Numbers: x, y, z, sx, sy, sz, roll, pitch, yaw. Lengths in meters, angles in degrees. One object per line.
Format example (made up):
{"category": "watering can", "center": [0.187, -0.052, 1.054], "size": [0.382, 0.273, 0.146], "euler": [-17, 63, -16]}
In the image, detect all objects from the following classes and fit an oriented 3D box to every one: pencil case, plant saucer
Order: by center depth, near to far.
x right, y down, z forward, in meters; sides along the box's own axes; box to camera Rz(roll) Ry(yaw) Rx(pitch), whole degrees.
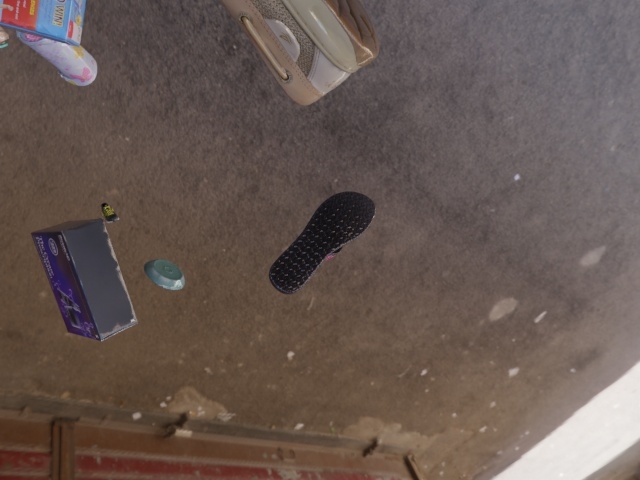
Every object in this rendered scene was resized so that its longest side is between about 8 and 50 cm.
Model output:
{"category": "plant saucer", "center": [-0.418, 0.086, 1.296], "size": [0.119, 0.119, 0.021], "euler": [22, 112, -39]}
{"category": "pencil case", "center": [-0.815, -0.593, 1.490], "size": [0.123, 0.114, 0.273], "euler": [-4, 170, 1]}

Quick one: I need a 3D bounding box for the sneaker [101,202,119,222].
{"category": "sneaker", "center": [-0.546, -0.071, 1.227], "size": [0.031, 0.083, 0.035], "euler": [-29, 130, -32]}

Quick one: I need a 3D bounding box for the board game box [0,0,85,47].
{"category": "board game box", "center": [-0.589, -0.554, 0.868], "size": [0.301, 0.086, 0.309], "euler": [11, 100, -14]}

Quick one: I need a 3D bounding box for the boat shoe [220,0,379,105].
{"category": "boat shoe", "center": [-0.090, -0.271, 0.414], "size": [0.110, 0.122, 0.341], "euler": [-29, 110, 34]}

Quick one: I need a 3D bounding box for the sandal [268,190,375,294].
{"category": "sandal", "center": [0.000, 0.000, 0.648], "size": [0.179, 0.067, 0.040], "euler": [-44, 176, -11]}

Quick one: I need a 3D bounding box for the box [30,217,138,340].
{"category": "box", "center": [-0.554, 0.088, 1.120], "size": [0.103, 0.184, 0.262], "euler": [-29, 111, -49]}

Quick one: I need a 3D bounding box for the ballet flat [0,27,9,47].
{"category": "ballet flat", "center": [-0.928, -0.555, 1.273], "size": [0.107, 0.315, 0.106], "euler": [-48, 132, -37]}
